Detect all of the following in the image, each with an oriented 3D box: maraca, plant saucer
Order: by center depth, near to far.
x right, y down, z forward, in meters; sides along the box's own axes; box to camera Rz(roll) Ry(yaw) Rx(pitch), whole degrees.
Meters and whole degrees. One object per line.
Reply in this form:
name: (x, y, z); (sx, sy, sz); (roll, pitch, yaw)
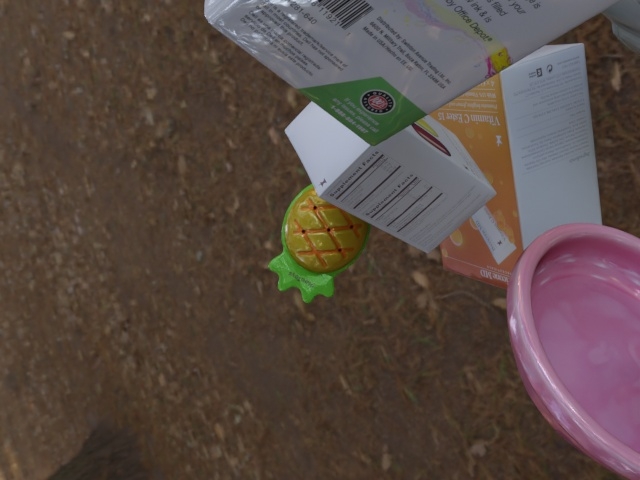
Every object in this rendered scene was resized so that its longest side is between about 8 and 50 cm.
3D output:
plant saucer: (0.351, 0.135, 0.918); (0.332, 0.332, 0.084); (59, 142, 22)
maraca: (0.000, 0.000, 1.167); (0.186, 0.127, 0.099); (-64, 2, 2)

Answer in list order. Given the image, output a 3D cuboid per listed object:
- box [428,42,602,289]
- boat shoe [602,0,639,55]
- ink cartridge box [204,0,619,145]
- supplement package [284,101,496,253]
box: (0.294, -0.117, 1.241); (0.215, 0.168, 0.345); (19, 126, 59)
boat shoe: (0.407, -0.296, 0.975); (0.114, 0.302, 0.091); (38, 106, 20)
ink cartridge box: (0.080, -0.220, 0.594); (0.278, 0.201, 0.117); (-28, 47, 33)
supplement package: (0.096, -0.104, 1.051); (0.134, 0.244, 0.139); (-43, 49, 20)
